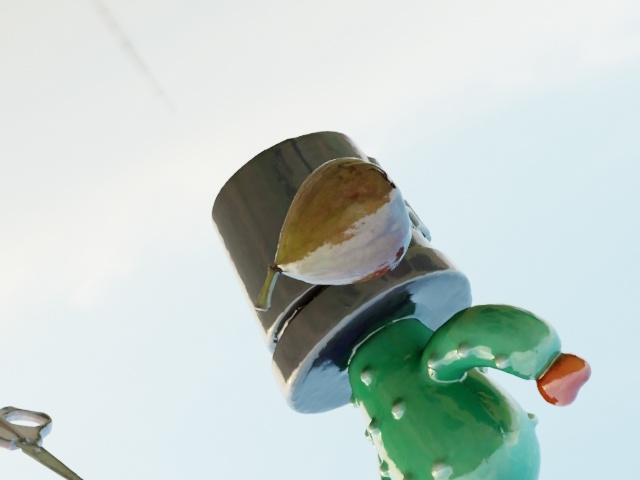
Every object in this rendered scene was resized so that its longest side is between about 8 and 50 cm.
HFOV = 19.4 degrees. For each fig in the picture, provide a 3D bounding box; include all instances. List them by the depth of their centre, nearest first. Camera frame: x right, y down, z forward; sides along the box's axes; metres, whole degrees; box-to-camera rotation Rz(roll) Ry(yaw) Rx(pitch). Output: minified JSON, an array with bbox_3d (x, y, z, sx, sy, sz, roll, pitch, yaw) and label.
[{"bbox_3d":[0.000,0.000,1.303,0.125,0.089,0.089,-33,-168,-12],"label":"fig"}]

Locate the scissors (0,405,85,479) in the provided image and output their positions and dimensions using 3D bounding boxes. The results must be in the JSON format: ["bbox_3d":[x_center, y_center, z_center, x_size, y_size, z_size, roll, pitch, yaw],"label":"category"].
[{"bbox_3d":[-0.241,0.173,1.559,0.100,0.015,0.189,-4,-165,-35],"label":"scissors"}]

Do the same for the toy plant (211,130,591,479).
[{"bbox_3d":[0.067,0.094,1.557,0.279,0.400,0.185,-45,152,27],"label":"toy plant"}]
